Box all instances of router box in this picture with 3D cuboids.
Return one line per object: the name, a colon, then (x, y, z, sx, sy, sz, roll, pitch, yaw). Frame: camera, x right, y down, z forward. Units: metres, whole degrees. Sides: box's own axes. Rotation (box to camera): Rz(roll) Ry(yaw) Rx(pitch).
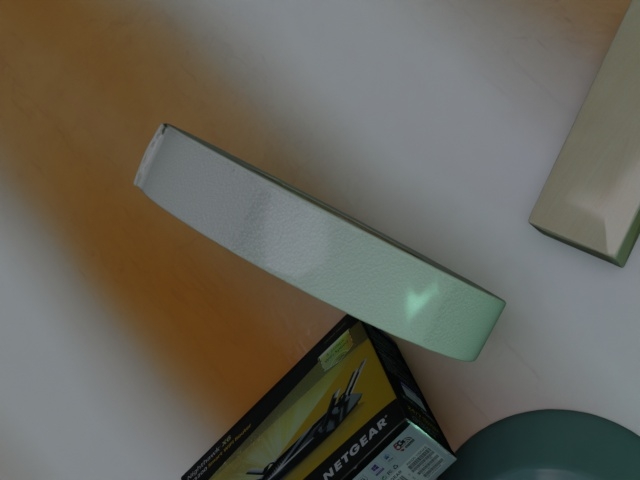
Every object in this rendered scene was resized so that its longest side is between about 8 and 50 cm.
router box: (-0.019, 0.249, 0.966, 0.081, 0.243, 0.309, 41, 99, -22)

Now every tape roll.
tape roll: (0.000, 0.000, 0.906, 0.392, 0.392, 0.072, 29, 94, 19)

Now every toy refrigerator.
toy refrigerator: (0.336, -0.115, 0.967, 0.102, 0.094, 0.269, 25, 92, 25)

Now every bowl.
bowl: (0.241, 0.336, 0.912, 0.312, 0.163, 0.311, -2, 83, 18)
